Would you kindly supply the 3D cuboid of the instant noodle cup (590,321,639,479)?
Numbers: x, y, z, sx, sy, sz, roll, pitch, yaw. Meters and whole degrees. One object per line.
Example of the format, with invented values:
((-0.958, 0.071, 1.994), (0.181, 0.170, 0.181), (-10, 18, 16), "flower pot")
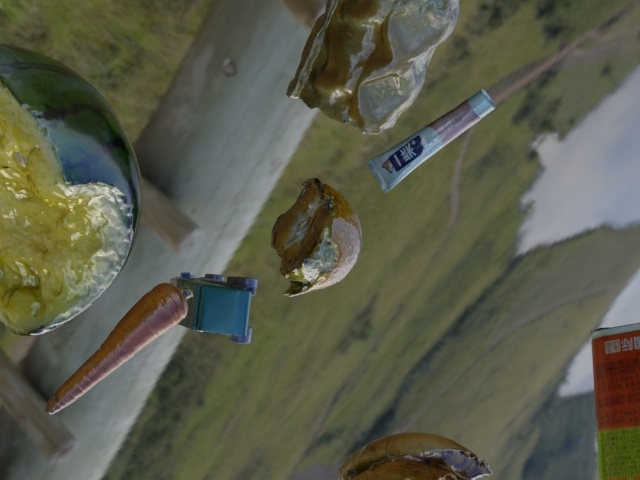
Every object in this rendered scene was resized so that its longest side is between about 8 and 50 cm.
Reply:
((0.471, 0.254, 1.314), (0.293, 0.308, 0.294), (-5, 166, -1), "instant noodle cup")

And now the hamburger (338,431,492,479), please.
((0.121, 0.372, 1.614), (0.283, 0.156, 0.144), (-33, -162, 34), "hamburger")

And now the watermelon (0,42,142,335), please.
((-0.318, -0.076, 1.188), (0.189, 0.331, 0.331), (-22, 149, -45), "watermelon")

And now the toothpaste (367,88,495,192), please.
((0.160, -0.147, 1.529), (0.205, 0.056, 0.036), (-34, 162, 22), "toothpaste")

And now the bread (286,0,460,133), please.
((0.077, -0.298, 1.572), (0.196, 0.238, 0.252), (-9, 126, -51), "bread")

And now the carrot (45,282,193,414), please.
((-0.276, 0.143, 1.431), (0.256, 0.061, 0.061), (-40, 158, -14), "carrot")

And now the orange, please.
((0.000, 0.000, 1.455), (0.112, 0.160, 0.170), (13, 83, -29), "orange")

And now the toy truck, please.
((-0.191, 0.113, 1.862), (0.124, 0.253, 0.114), (7, 90, -29), "toy truck")
